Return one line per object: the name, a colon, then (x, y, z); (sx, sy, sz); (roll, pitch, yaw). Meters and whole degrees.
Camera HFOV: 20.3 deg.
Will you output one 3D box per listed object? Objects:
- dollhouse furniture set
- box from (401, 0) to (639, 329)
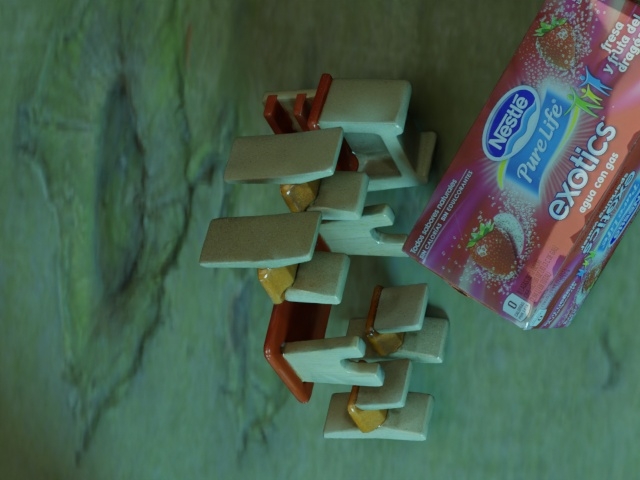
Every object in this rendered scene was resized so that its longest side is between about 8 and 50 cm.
dollhouse furniture set: (0.000, 0.000, 1.418); (0.135, 0.262, 0.259); (-2, 54, 24)
box: (0.191, -0.067, 1.389); (0.122, 0.128, 0.257); (34, 101, 21)
